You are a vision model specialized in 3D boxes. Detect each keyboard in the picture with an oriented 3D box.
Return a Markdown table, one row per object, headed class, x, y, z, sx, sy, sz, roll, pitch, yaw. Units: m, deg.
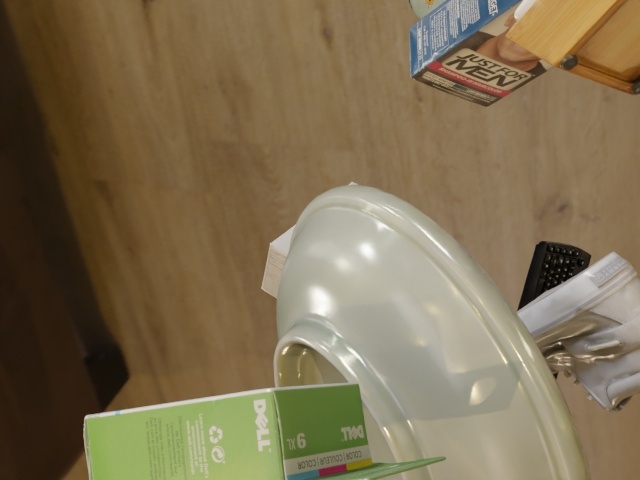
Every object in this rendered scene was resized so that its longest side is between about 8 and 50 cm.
| class | x | y | z | sx | sy | sz | roll | pitch | yaw |
| --- | --- | --- | --- | --- | --- | --- | --- | --- | --- |
| keyboard | 0.280 | 0.099 | 1.265 | 0.100 | 0.038 | 0.192 | 8 | 106 | -14 |

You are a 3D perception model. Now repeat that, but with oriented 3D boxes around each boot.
| class | x | y | z | sx | sy | sz | roll | pitch | yaw |
| --- | --- | --- | --- | --- | --- | --- | --- | --- | --- |
| boot | 0.227 | 0.107 | 0.971 | 0.123 | 0.095 | 0.258 | 56 | 160 | 7 |

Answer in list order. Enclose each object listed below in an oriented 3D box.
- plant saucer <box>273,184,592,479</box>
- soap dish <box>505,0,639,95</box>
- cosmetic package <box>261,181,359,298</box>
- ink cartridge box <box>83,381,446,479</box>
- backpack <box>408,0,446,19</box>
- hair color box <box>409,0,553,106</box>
| class | x | y | z | sx | sy | sz | roll | pitch | yaw |
| --- | --- | --- | --- | --- | --- | --- | --- | --- | --- |
| plant saucer | 0.055 | 0.154 | 0.907 | 0.400 | 0.100 | 0.400 | 46 | 149 | 37 |
| soap dish | 0.422 | -0.328 | 1.412 | 0.229 | 0.118 | 0.291 | 10 | 134 | -39 |
| cosmetic package | 0.000 | 0.000 | 1.758 | 0.060 | 0.239 | 0.099 | 32 | 132 | 19 |
| ink cartridge box | -0.038 | 0.129 | 0.697 | 0.209 | 0.109 | 0.062 | -13 | 79 | 30 |
| backpack | 0.219 | -0.457 | 1.841 | 0.144 | 0.188 | 0.166 | -3 | 95 | 33 |
| hair color box | 0.311 | -0.344 | 1.685 | 0.173 | 0.105 | 0.347 | 14 | 154 | -30 |
